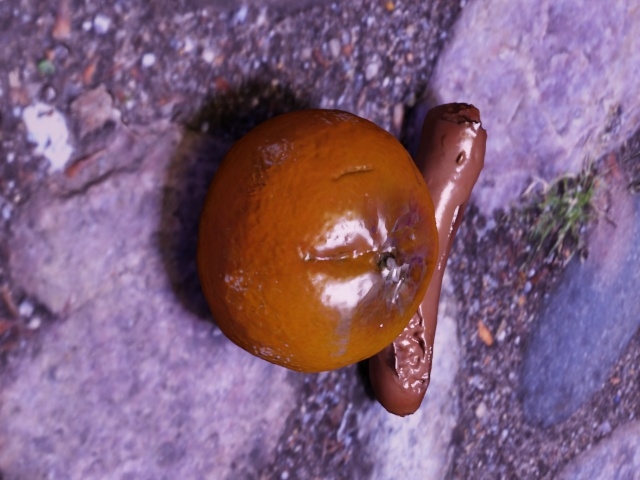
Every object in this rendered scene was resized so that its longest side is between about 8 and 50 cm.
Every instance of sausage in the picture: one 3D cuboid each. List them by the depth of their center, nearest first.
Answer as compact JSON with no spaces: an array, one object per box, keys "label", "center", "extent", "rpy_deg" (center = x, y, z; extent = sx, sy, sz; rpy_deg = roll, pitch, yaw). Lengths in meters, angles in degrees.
[{"label":"sausage","center":[0.095,0.018,1.720],"extent":[0.078,0.078,0.304],"rpy_deg":[7,100,-46]}]

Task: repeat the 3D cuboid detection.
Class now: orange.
[{"label":"orange","center":[0.000,0.000,1.547],"extent":[0.224,0.170,0.224],"rpy_deg":[-16,113,-44]}]
